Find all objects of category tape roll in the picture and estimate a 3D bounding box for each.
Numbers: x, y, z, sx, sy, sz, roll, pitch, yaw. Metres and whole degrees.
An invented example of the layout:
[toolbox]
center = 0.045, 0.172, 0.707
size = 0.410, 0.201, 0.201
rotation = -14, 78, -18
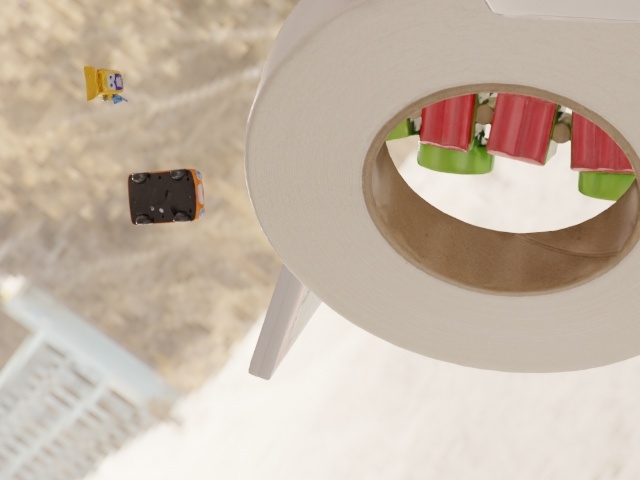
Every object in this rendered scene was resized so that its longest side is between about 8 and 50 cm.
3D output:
[tape roll]
center = 0.138, -0.056, 1.444
size = 0.392, 0.392, 0.072
rotation = -47, 20, 42

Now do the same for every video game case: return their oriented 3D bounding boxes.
[video game case]
center = 0.000, 0.000, 1.930
size = 0.285, 0.025, 0.204
rotation = -54, -17, -71

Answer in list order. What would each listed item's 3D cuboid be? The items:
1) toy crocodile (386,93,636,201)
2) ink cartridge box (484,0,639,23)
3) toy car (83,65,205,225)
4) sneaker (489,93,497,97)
[toy crocodile]
center = 0.177, -0.096, 1.595
size = 0.105, 0.340, 0.115
rotation = -44, -39, -70
[ink cartridge box]
center = 0.140, -0.280, 1.007
size = 0.201, 0.117, 0.278
rotation = 48, -126, -56
[toy car]
center = -0.103, -0.063, 1.255
size = 0.060, 0.122, 0.040
rotation = -25, -11, 35
[sneaker]
center = 0.110, -0.177, 1.899
size = 0.235, 0.153, 0.094
rotation = 47, -125, -64
